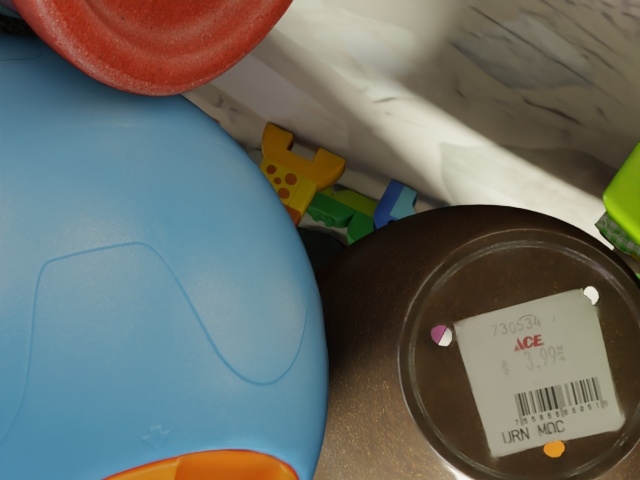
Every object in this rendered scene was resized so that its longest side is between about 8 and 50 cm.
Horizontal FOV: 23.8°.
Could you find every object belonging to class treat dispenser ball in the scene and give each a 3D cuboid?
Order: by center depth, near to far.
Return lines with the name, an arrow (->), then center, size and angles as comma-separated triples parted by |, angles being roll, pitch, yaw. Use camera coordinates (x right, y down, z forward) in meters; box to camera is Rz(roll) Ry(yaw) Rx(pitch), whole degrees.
treat dispenser ball -> -0.140, 0.057, 0.635 | 0.288, 0.288, 0.288 | 26, 162, 9

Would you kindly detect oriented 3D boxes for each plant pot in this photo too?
plant pot -> 0.080, 0.070, 0.711 | 0.215, 0.215, 0.230 | 28, 169, 3

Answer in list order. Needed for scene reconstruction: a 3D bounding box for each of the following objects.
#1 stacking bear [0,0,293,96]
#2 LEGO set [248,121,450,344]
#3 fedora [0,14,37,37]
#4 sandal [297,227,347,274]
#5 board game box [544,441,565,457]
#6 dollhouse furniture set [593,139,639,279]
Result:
stacking bear -> -0.145, -0.187, 0.598 | 0.289, 0.175, 0.164 | 31, 158, 24
LEGO set -> 0.000, 0.000, 0.979 | 0.227, 0.093, 0.087 | 26, 162, 10
fedora -> -0.198, -0.103, 0.813 | 0.152, 0.334, 0.334 | -23, 133, 30
sandal -> -0.147, 0.036, 1.202 | 0.446, 0.167, 0.107 | -3, 154, 44
board game box -> 0.138, 0.358, 1.332 | 0.356, 0.356, 0.356 | 22, 161, 20
dollhouse furniture set -> 0.246, 0.008, 0.681 | 0.197, 0.151, 0.301 | 46, -176, 14
